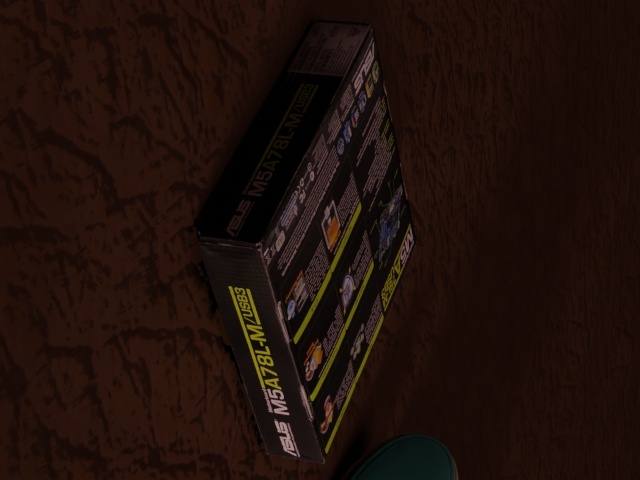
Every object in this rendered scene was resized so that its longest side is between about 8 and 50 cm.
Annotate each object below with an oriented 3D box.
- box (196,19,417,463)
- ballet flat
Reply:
[{"bbox_3d":[0.000,0.000,0.836,0.184,0.045,0.191,78,28,-45],"label":"box"},{"bbox_3d":[0.021,0.231,0.937,0.248,0.086,0.086,-55,146,-46],"label":"ballet flat"}]
